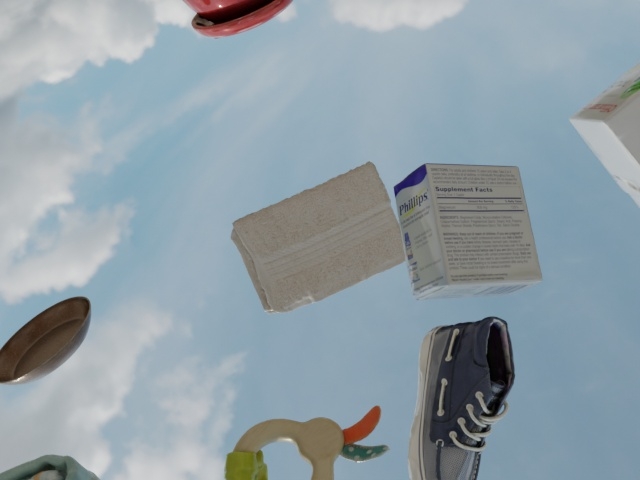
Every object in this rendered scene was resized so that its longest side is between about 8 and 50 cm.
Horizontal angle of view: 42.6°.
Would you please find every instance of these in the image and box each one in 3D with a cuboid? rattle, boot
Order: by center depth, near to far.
[{"bbox_3d":[0.133,0.164,0.756,0.086,0.069,0.190,-26,-124,52],"label":"boot"},{"bbox_3d":[-0.016,0.283,1.013,0.200,0.142,0.130,-26,-133,-21],"label":"rattle"}]

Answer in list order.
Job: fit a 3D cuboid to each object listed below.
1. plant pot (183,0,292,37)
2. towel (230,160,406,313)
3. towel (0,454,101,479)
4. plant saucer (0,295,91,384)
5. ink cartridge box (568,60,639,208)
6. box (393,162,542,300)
[{"bbox_3d":[-0.130,-0.401,1.181,0.191,0.174,0.191,-18,-148,12],"label":"plant pot"},{"bbox_3d":[0.000,0.000,1.413,0.282,0.187,0.049,-25,-178,5],"label":"towel"},{"bbox_3d":[-0.301,0.379,0.844,0.374,0.320,0.090,-25,-142,16],"label":"towel"},{"bbox_3d":[-0.453,0.172,1.354,0.199,0.036,0.198,-25,-152,14],"label":"plant saucer"},{"bbox_3d":[0.548,-0.187,1.196,0.270,0.197,0.198,-40,-174,8],"label":"ink cartridge box"},{"bbox_3d":[0.160,-0.009,0.903,0.126,0.137,0.072,0,163,-26],"label":"box"}]
